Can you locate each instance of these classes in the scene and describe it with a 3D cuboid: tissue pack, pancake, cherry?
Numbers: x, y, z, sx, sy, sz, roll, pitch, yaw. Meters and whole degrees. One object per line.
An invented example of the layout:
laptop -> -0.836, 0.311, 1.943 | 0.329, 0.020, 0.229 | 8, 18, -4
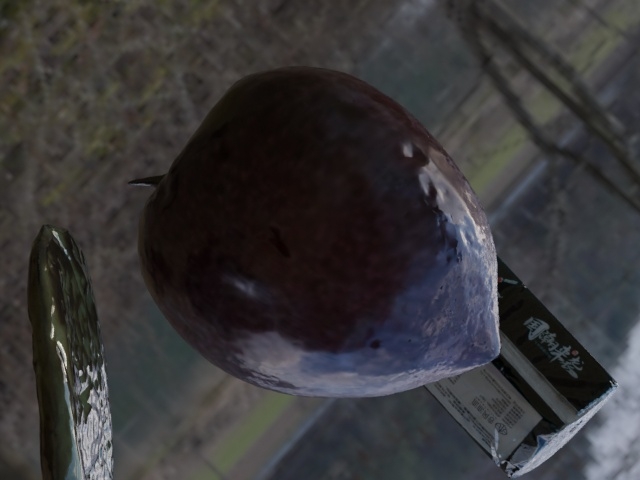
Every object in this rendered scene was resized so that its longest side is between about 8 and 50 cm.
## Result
tissue pack -> 0.137, 0.093, 1.233 | 0.090, 0.170, 0.103 | -26, 158, -39
pancake -> -0.150, 0.115, 0.963 | 0.031, 0.250, 0.250 | -5, 173, -4
cherry -> 0.000, 0.000, 1.116 | 0.230, 0.300, 0.203 | -58, 166, -7
